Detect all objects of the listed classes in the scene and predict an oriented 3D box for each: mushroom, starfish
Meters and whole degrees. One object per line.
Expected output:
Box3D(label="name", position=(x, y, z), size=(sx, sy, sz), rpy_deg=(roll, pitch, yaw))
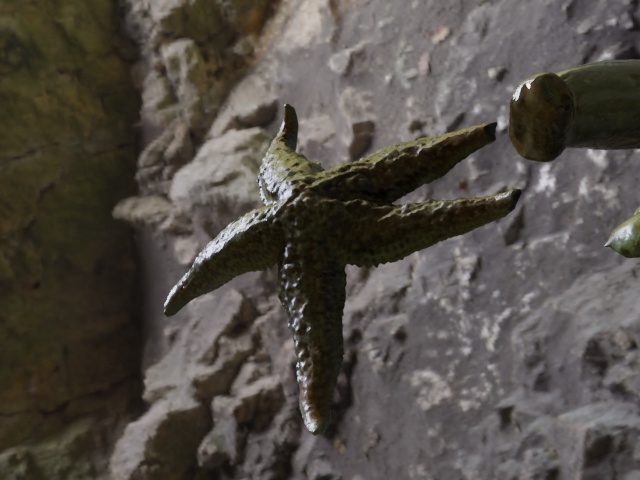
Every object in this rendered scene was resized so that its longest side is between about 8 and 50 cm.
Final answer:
Box3D(label="mushroom", position=(0.331, -0.137, 0.935), size=(0.100, 0.312, 0.081), rpy_deg=(110, 147, -52))
Box3D(label="starfish", position=(-0.001, -0.001, 0.488), size=(0.224, 0.050, 0.216), rpy_deg=(-26, 55, 28))

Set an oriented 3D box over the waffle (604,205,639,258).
Box3D(label="waffle", position=(0.313, -0.039, 0.574), size=(0.223, 0.204, 0.054), rpy_deg=(10, 120, 70))
